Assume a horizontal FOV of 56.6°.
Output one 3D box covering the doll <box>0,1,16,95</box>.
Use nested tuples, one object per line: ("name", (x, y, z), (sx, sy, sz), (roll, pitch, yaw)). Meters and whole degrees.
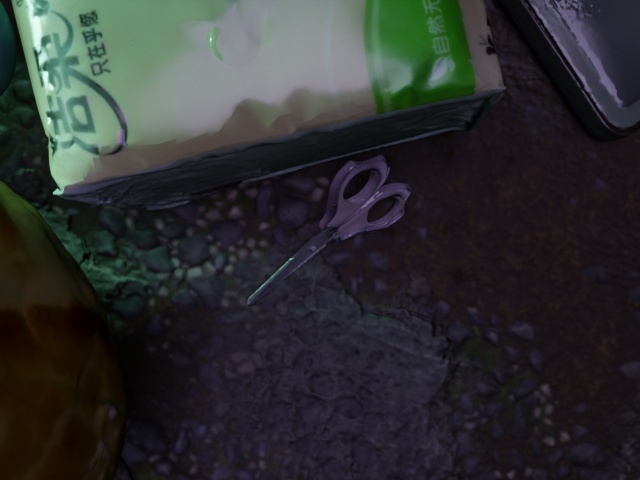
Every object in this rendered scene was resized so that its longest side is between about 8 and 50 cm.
("doll", (-0.361, -0.157, 0.453), (0.313, 0.177, 0.141), (-6, 66, 23))

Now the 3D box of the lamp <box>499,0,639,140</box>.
("lamp", (0.305, -0.270, 0.562), (0.269, 0.047, 0.267), (-35, 91, -2))

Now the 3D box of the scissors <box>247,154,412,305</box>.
("scissors", (0.000, 0.000, 0.549), (0.189, 0.100, 0.015), (-42, 49, 10))

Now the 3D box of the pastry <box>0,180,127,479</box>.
("pastry", (-0.307, 0.128, 0.371), (0.312, 0.388, 0.389), (23, 89, 24))

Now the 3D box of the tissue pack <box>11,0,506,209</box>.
("tissue pack", (-0.067, -0.255, 0.471), (0.331, 0.205, 0.405), (-14, 90, 2))
